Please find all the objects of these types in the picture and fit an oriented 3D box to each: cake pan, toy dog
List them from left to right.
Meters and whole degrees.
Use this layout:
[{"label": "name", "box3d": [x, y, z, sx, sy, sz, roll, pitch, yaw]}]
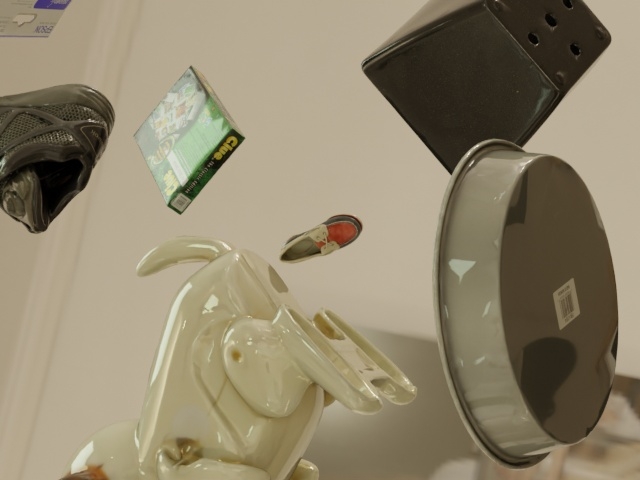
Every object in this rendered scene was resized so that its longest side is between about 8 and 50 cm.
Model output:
[{"label": "toy dog", "box3d": [-0.148, 0.233, 1.773, 0.408, 0.395, 0.284, -50, -4, 7]}, {"label": "cake pan", "box3d": [0.190, 0.053, 1.289, 0.293, 0.054, 0.293, 14, -107, -56]}]

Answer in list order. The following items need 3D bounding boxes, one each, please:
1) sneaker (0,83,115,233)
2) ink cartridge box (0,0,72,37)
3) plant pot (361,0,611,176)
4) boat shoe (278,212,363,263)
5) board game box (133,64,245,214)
[{"label": "sneaker", "box3d": [-0.304, -0.065, 1.337, 0.130, 0.227, 0.087, -84, -19, -46]}, {"label": "ink cartridge box", "box3d": [-0.314, -0.327, 1.710, 0.208, 0.045, 0.206, -51, -6, 14]}, {"label": "plant pot", "box3d": [0.193, -0.197, 1.567, 0.187, 0.188, 0.167, -45, 6, -39]}, {"label": "boat shoe", "box3d": [0.000, 0.000, 2.106, 0.049, 0.137, 0.043, 62, -147, -13]}, {"label": "board game box", "box3d": [-0.183, -0.141, 2.001, 0.136, 0.030, 0.259, -47, 29, 8]}]
